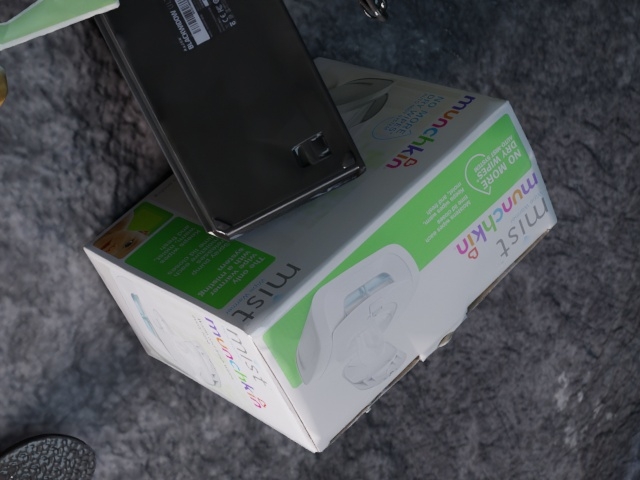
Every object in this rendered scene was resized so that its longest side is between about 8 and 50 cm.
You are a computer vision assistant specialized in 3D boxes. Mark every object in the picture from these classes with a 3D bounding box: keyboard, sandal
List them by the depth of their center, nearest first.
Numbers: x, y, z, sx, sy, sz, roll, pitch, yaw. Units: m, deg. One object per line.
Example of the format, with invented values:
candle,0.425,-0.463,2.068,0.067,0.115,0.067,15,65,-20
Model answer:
keyboard,-0.057,-0.179,0.979,0.202,0.033,0.317,-27,88,2
sandal,-0.252,0.199,1.050,0.179,0.040,0.067,-34,115,-8

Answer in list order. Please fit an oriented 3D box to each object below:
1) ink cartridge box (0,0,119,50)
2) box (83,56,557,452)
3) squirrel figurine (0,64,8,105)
ink cartridge box,-0.248,-0.239,0.914,0.171,0.056,0.235,-27,111,-28
box,0.000,0.000,1.056,0.262,0.231,0.126,-41,125,-20
squirrel figurine,-0.295,-0.067,0.708,0.281,0.370,0.397,-53,145,-12
